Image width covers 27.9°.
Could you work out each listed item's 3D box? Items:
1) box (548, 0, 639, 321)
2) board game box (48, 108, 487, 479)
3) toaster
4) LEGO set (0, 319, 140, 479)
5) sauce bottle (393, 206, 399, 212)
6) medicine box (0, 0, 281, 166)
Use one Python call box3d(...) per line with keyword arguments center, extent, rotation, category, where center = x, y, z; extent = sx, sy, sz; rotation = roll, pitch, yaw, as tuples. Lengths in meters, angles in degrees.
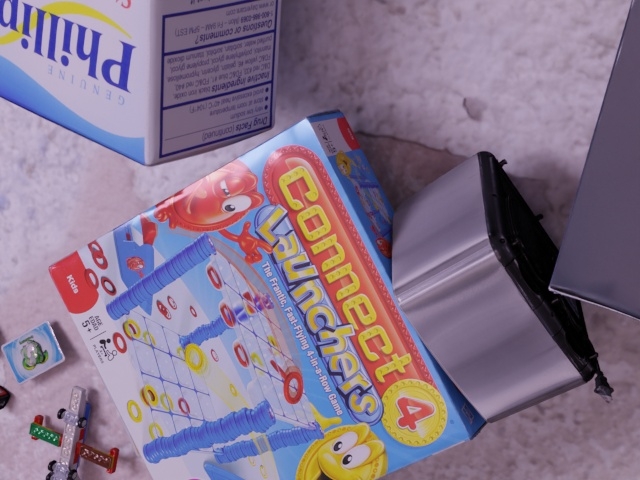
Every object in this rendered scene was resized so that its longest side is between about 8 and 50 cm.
box3d(center=(0.276, -0.090, 1.008), extent=(0.103, 0.184, 0.261), rotation=(18, 113, 15), category="box")
box3d(center=(-0.049, 0.088, 1.160), extent=(0.302, 0.086, 0.308), rotation=(-29, 88, 23), category="board game box")
box3d(center=(0.149, 0.044, 1.083), extent=(0.110, 0.186, 0.168), rotation=(-30, 116, 19), category="toaster")
box3d(center=(-0.257, 0.167, 1.402), extent=(0.244, 0.060, 0.182), rotation=(-29, 84, 26), category="LEGO set")
box3d(center=(0.105, -0.024, 1.178), extent=(0.128, 0.042, 0.042), rotation=(-24, 98, 28), category="sauce bottle")
box3d(center=(-0.172, -0.246, 1.097), extent=(0.263, 0.149, 0.289), rotation=(25, 122, 37), category="medicine box")
